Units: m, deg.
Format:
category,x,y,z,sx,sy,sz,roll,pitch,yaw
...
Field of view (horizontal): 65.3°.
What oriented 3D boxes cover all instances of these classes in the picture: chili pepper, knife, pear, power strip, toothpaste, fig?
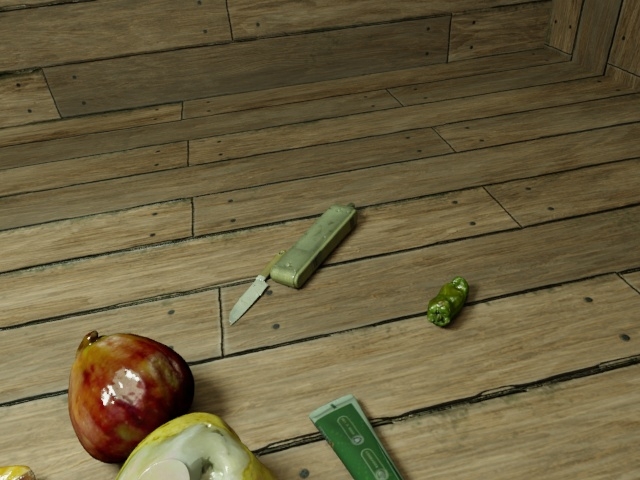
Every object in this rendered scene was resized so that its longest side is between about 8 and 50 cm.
category,x,y,z,sx,sy,sz,roll,pitch,yaw
chili pepper,0.284,0.153,1.153,0.072,0.073,0.204,-2,20,36
knife,-0.158,0.115,1.306,0.047,0.017,0.298,18,41,19
pear,-0.195,0.404,0.746,0.271,0.271,0.271,-4,36,3
power strip,0.000,0.000,1.411,0.092,0.066,0.387,15,43,28
toothpaste,0.105,0.411,0.832,0.099,0.061,0.392,-20,35,-19
fig,-0.359,0.285,0.943,0.224,0.224,0.263,-27,37,-27

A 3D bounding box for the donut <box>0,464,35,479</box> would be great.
category,x,y,z,sx,sy,sz,roll,pitch,yaw
donut,-0.550,0.457,0.851,0.141,0.059,0.140,-4,35,3
